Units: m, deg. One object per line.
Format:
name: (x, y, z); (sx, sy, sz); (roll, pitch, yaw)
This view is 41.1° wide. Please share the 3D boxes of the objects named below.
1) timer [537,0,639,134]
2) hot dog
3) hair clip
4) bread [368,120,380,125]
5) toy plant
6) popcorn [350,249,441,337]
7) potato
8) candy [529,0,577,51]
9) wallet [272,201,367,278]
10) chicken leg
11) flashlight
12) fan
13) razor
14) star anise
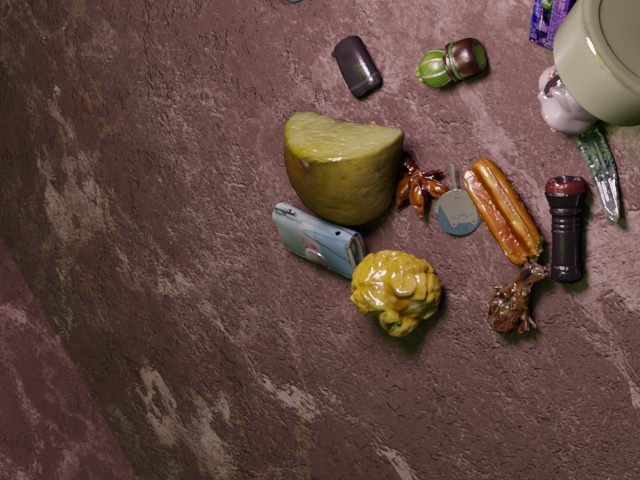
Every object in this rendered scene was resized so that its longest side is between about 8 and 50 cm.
timer: (0.549, -0.325, 1.705); (0.291, 0.290, 0.315); (61, 150, 9)
hot dog: (0.416, -0.063, 1.955); (0.115, 0.072, 0.269); (-34, 82, 37)
hair clip: (0.597, -0.146, 1.822); (0.066, 0.036, 0.229); (-20, 82, 35)
bread: (0.114, -0.237, 2.153); (0.132, 0.053, 0.074); (-39, 76, 39)
toy plant: (0.293, -0.402, 1.955); (0.162, 0.092, 0.093); (-11, 94, 38)
popcorn: (0.187, 0.129, 2.129); (0.203, 0.225, 0.200); (72, 180, -48)
potato: (0.028, -0.138, 2.092); (0.330, 0.213, 0.280); (18, 134, 34)
candy: (0.481, -0.518, 1.708); (0.088, 0.061, 0.312); (32, 152, 23)
wallet: (0.000, 0.000, 2.236); (0.250, 0.075, 0.176); (24, 154, 30)
chicken leg: (0.451, 0.130, 1.971); (0.125, 0.080, 0.196); (21, 115, 28)
flashlight: (0.538, -0.022, 1.871); (0.093, 0.093, 0.232); (7, 111, 36)
fan: (0.324, -0.097, 2.032); (0.113, 0.005, 0.176); (-6, 105, 19)
razor: (0.090, -0.433, 2.125); (0.090, 0.054, 0.148); (-30, 83, 34)
star anise: (0.231, -0.129, 2.089); (0.212, 0.053, 0.157); (30, 113, 24)
